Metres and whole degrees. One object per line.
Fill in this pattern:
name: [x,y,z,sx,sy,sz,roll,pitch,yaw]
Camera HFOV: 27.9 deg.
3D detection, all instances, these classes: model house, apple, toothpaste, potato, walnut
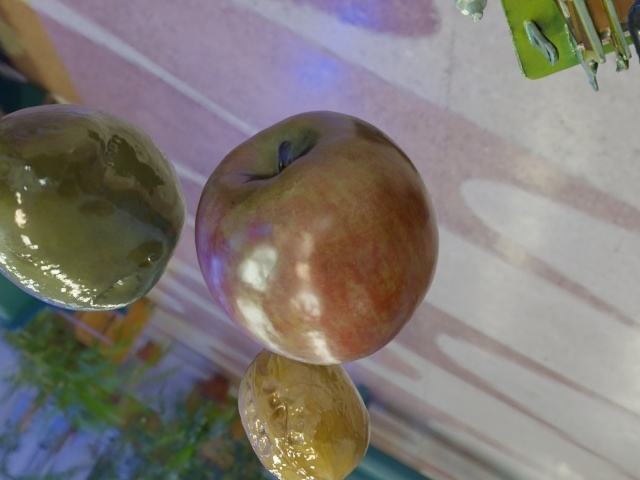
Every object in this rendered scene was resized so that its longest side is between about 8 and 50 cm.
model house: [0.368,-0.279,1.659,0.243,0.312,0.357,-17,133,8]
apple: [0.000,0.000,0.999,0.188,0.188,0.174,12,142,50]
toothpaste: [0.168,-0.345,1.589,0.060,0.233,0.038,15,131,-26]
potato: [-0.301,-0.043,1.590,0.243,0.221,0.326,-25,142,16]
walnut: [-0.024,0.225,1.674,0.159,0.159,0.206,88,157,-72]

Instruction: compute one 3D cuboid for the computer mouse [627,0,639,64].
computer mouse: [0.310,-0.079,0.892,0.138,0.086,0.269,-2,116,44]
